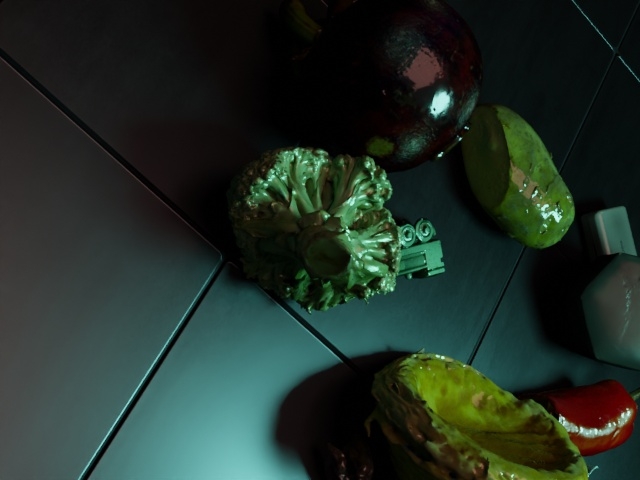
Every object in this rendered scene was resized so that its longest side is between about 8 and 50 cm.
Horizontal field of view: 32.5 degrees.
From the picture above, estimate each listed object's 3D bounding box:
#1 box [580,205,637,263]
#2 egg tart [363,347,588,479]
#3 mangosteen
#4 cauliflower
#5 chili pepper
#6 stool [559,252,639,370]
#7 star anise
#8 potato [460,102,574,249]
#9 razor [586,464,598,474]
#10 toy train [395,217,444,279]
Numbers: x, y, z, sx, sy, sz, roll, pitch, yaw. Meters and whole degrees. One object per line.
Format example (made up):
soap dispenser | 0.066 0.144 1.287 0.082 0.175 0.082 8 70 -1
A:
box | 0.595 0.056 2.209 0.103 0.055 0.243 -11 86 -37
egg tart | 0.241 0.329 1.761 0.388 0.388 0.169 10 112 -35
mangosteen | 0.088 -0.276 1.760 0.359 0.306 0.306 42 58 -10
cauliflower | 0.000 0.000 1.654 0.275 0.250 0.272 -3 111 -11
chili pepper | 0.517 0.327 2.040 0.338 0.134 0.131 -4 80 -34
stool | 0.578 0.137 2.087 0.232 0.141 0.232 0 86 -7
star anise | 0.054 0.421 1.723 0.197 0.073 0.212 42 60 -22
potato | 0.356 -0.118 2.022 0.298 0.141 0.176 57 41 -4
razor | 0.498 0.481 2.055 0.040 0.068 0.135 -28 109 -35
toy train | 0.134 0.021 1.871 0.171 0.071 0.111 -14 96 -37
